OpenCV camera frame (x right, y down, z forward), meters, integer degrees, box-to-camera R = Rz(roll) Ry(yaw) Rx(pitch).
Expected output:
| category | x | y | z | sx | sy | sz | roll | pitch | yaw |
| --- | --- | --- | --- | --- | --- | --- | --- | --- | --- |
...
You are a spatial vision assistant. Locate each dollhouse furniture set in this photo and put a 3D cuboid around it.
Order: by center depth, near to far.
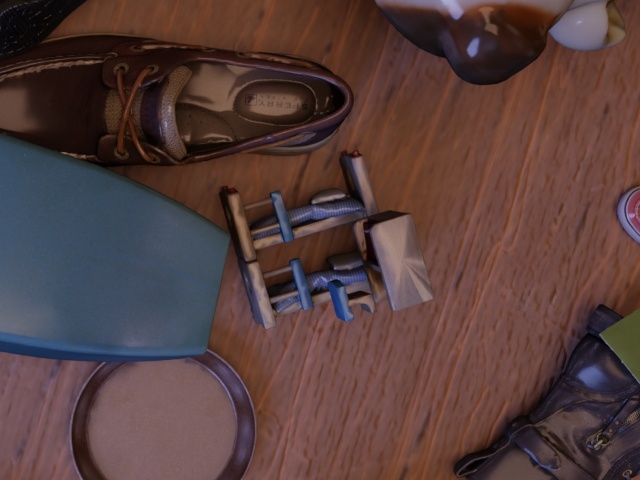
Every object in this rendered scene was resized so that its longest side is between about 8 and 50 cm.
| category | x | y | z | sx | sy | sz | roll | pitch | yaw |
| --- | --- | --- | --- | --- | --- | --- | --- | --- | --- |
| dollhouse furniture set | 0.000 | 0.000 | 1.387 | 0.129 | 0.183 | 0.129 | -17 | 96 | -9 |

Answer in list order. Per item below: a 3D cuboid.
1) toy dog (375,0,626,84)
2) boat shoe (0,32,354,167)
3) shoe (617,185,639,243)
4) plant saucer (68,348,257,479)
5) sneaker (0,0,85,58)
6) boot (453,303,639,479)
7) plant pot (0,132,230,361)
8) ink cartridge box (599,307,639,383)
| category | x | y | z | sx | sy | sz | roll | pitch | yaw |
| --- | --- | --- | --- | --- | --- | --- | --- | --- | --- |
| toy dog | 0.221 | -0.273 | 1.322 | 0.408 | 0.395 | 0.285 | -24 | 106 | -17 |
| boat shoe | -0.139 | -0.119 | 1.386 | 0.342 | 0.123 | 0.123 | 2 | 92 | -11 |
| shoe | 0.369 | -0.001 | 1.508 | 0.178 | 0.081 | 0.063 | 26 | 88 | -11 |
| plant saucer | -0.142 | 0.171 | 1.449 | 0.168 | 0.029 | 0.168 | -1 | 94 | -11 |
| sneaker | -0.238 | -0.232 | 1.391 | 0.170 | 0.089 | 0.051 | -36 | 139 | 1 |
| boot | 0.283 | 0.210 | 1.511 | 0.263 | 0.091 | 0.229 | 35 | 92 | -6 |
| plant pot | -0.206 | 0.021 | 1.356 | 0.234 | 0.165 | 0.166 | 13 | 80 | -15 |
| ink cartridge box | 0.382 | 0.135 | 1.438 | 0.171 | 0.056 | 0.235 | -25 | 74 | -41 |
